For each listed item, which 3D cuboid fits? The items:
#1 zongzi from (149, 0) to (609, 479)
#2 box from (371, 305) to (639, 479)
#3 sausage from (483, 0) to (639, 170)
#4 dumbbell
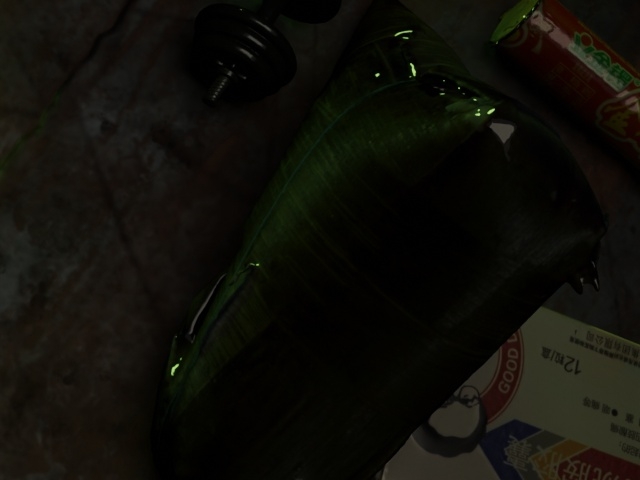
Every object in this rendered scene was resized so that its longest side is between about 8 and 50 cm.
[{"bbox_3d":[0.000,0.000,1.348,0.208,0.432,0.403,36,102,-30],"label":"zongzi"},{"bbox_3d":[0.209,0.180,1.415,0.353,0.069,0.214,21,67,-16],"label":"box"},{"bbox_3d":[0.279,-0.131,1.532,0.264,0.083,0.083,39,63,-10],"label":"sausage"},{"bbox_3d":[-0.044,-0.194,1.387,0.099,0.099,0.208,36,64,-11],"label":"dumbbell"}]
